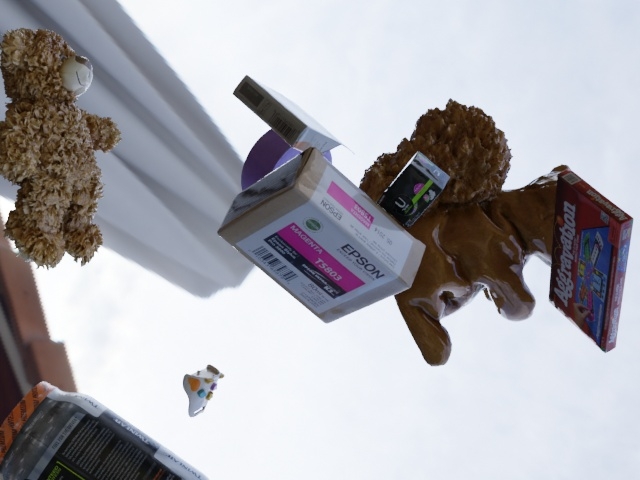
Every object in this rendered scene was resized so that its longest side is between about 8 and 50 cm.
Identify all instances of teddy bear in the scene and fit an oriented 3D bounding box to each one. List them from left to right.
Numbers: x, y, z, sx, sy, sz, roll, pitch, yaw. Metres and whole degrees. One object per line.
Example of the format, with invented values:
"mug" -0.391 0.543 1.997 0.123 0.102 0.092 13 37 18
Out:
"teddy bear" -0.359 -0.124 1.341 0.113 0.245 0.338 -3 -103 30

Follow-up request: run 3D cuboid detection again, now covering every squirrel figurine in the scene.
"squirrel figurine" 0.277 -0.047 1.679 0.370 0.397 0.281 -26 -170 13

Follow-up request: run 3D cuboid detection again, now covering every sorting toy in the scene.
"sorting toy" -0.194 0.250 1.593 0.045 0.083 0.075 19 -79 18

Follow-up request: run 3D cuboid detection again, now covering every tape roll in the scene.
"tape roll" -0.069 -0.141 2.019 0.080 0.189 0.189 34 -95 34

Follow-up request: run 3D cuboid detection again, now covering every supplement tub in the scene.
"supplement tub" -0.342 0.366 1.497 0.193 0.316 0.193 -55 180 0

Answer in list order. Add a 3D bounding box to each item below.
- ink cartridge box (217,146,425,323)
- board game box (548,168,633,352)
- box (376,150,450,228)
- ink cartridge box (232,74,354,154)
"ink cartridge box" 0.000 0.000 1.411 0.193 0.235 0.088 -29 -152 46
"board game box" 0.418 0.036 1.526 0.027 0.281 0.145 -24 -136 -16
"box" 0.133 -0.072 1.389 0.083 0.062 0.052 -51 -179 33
"ink cartridge box" -0.040 -0.181 1.513 0.145 0.179 0.045 43 -81 25
